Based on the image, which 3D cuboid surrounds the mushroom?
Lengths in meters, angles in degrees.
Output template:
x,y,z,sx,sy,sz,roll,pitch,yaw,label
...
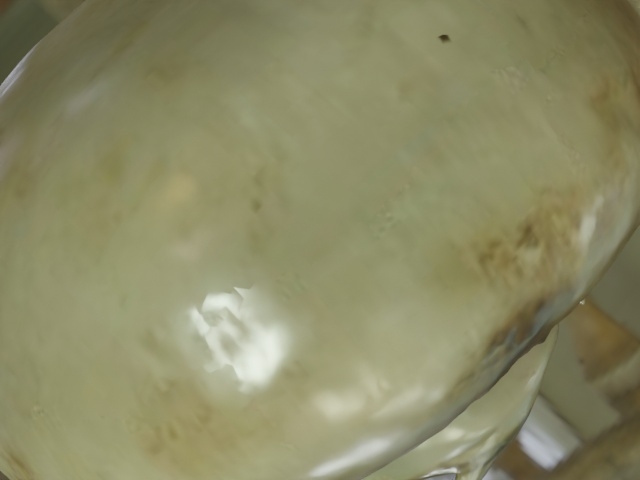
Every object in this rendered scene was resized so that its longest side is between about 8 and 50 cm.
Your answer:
x,y,z,sx,sy,sz,roll,pitch,yaw,label
0.000,0.000,0.771,0.294,0.362,0.362,53,164,-21,mushroom
